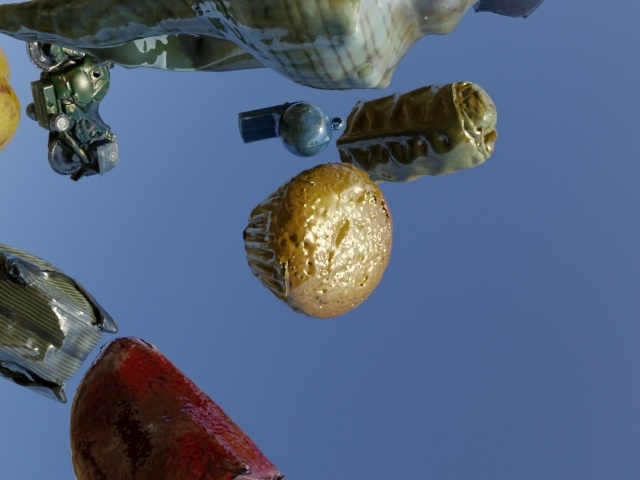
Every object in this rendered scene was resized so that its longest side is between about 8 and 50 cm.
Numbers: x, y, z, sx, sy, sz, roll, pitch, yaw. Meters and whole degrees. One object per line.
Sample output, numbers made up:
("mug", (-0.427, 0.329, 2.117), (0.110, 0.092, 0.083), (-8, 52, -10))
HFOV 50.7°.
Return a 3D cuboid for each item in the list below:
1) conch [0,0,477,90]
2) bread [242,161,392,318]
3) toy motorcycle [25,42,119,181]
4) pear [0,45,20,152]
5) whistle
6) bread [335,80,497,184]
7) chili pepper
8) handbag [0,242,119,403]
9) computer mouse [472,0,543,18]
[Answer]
("conch", (-0.044, -0.195, 0.492), (0.385, 0.203, 0.170), (11, -99, 15))
("bread", (0.004, -0.001, 1.015), (0.139, 0.240, 0.240), (5, -115, 52))
("toy motorcycle", (-0.396, -0.240, 1.142), (0.124, 0.275, 0.187), (25, -143, 30))
("pear", (-0.588, -0.204, 0.940), (0.314, 0.314, 0.315), (-15, -123, 24))
("whistle", (-0.041, -0.163, 1.013), (0.157, 0.090, 0.090), (-12, -126, -5))
("bread", (0.167, -0.179, 1.131), (0.267, 0.152, 0.130), (-5, -162, 39))
("chili pepper", (-0.155, 0.186, 0.604), (0.252, 0.136, 0.144), (38, -82, 38))
("handbag", (-0.582, 0.163, 1.327), (0.240, 0.340, 0.247), (17, -110, 49))
("computer mouse", (0.213, -0.275, 0.669), (0.062, 0.106, 0.192), (35, -135, 20))
